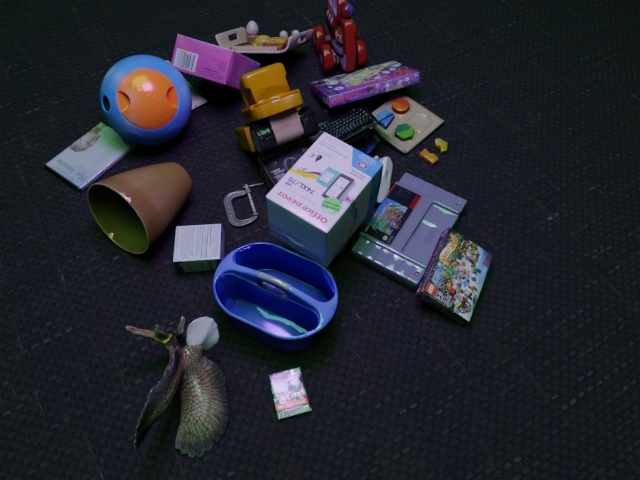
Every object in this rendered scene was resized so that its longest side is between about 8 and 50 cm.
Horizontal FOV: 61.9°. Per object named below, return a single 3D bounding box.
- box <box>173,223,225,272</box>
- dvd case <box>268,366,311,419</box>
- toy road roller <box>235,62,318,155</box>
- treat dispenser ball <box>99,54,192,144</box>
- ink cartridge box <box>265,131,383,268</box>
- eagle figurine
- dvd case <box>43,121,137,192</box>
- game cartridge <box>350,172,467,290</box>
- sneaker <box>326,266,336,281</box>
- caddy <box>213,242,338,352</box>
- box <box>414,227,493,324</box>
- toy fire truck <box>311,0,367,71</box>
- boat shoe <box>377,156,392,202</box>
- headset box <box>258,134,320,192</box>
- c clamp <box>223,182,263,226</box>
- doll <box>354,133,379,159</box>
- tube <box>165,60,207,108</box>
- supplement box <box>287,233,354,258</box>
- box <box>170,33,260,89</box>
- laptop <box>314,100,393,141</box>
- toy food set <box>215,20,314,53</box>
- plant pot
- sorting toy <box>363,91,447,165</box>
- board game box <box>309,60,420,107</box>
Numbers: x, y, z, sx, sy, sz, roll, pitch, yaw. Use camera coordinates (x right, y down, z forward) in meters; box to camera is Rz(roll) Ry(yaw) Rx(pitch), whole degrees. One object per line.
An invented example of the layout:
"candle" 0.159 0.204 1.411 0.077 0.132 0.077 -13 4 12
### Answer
"box" -0.355 0.023 1.570 0.137 0.072 0.126 -3 57 -2
"dvd case" -0.080 0.392 1.371 0.087 0.013 0.119 -13 59 -9
"toy road roller" -0.161 -0.416 1.687 0.202 0.240 0.329 -24 16 -15
"treat dispenser ball" -0.570 -0.458 1.751 0.288 0.288 0.288 0 57 0
"ink cartridge box" 0.011 -0.108 1.456 0.198 0.197 0.270 31 64 16
"eagle figurine" -0.344 0.351 1.299 0.226 0.225 0.298 -7 46 -17
"dvd case" -0.772 -0.287 1.796 0.180 0.022 0.253 31 62 18
"game cartridge" 0.270 -0.041 1.628 0.230 0.068 0.355 30 62 13
"sneaker" 0.015 0.090 1.552 0.031 0.035 0.083 -32 63 -18
"caddy" -0.119 0.145 1.432 0.341 0.179 0.241 23 61 13
"box" 0.382 0.098 1.512 0.159 0.044 0.233 33 61 -6
"toy fire truck" 0.070 -0.788 1.983 0.169 0.254 0.302 -11 54 -7
"boat shoe" 0.184 -0.195 1.726 0.063 0.066 0.184 -8 56 35
"headset box" -0.051 -0.192 1.689 0.218 0.110 0.293 -24 61 -15
"c clamp" -0.236 -0.115 1.690 0.137 0.022 0.160 -10 57 -7
"doll" 0.137 -0.277 1.779 0.129 0.046 0.189 10 58 30
"tube" -0.518 -0.564 1.961 0.070 0.062 0.240 -49 68 21
"supplement box" 0.000 0.000 1.569 0.188 0.104 0.081 -22 61 -14
"box" -0.364 -0.614 1.875 0.213 0.243 0.117 20 103 12
"laptop" 0.077 -0.411 1.798 0.234 0.136 0.264 -29 61 -9
"toy food set" -0.204 -0.766 1.993 0.306 0.092 0.220 8 30 20
"plant pot" -0.511 -0.124 1.596 0.237 0.237 0.254 29 46 17
"sorting toy" 0.324 -0.396 1.864 0.229 0.041 0.307 -39 65 -22
"board game box" 0.156 -0.568 1.924 0.347 0.056 0.208 -19 38 -12
